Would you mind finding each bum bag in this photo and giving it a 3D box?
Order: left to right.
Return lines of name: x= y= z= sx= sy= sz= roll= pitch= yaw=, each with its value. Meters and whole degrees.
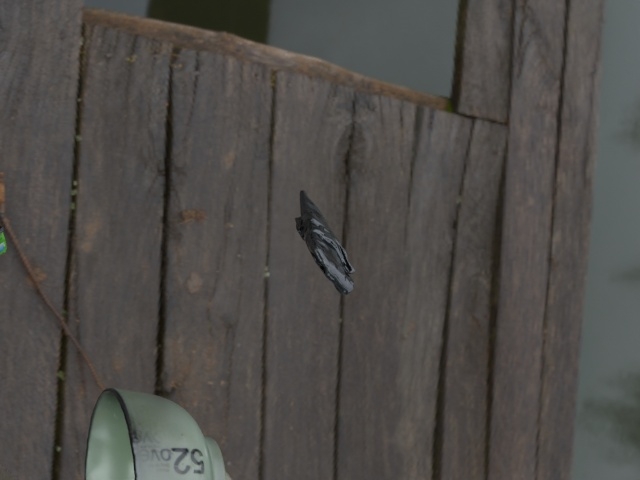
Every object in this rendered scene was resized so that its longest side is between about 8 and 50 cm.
bum bag: x=0.000 y=0.000 z=1.456 sx=0.060 sy=0.248 sz=0.123 roll=-34 pitch=120 yaw=4

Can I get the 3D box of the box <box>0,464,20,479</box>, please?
box: x=-0.564 y=0.359 z=1.012 sx=0.190 sy=0.297 sz=0.225 roll=-60 pitch=160 yaw=-2

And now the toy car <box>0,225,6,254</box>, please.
toy car: x=-0.576 y=0.029 z=1.227 sx=0.165 sy=0.071 sz=0.062 roll=-54 pitch=143 yaw=-48

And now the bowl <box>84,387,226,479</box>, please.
bowl: x=-0.279 y=0.430 z=1.332 sx=0.185 sy=0.354 sz=0.353 roll=4 pitch=90 yaw=-28

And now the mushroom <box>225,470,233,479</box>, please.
mushroom: x=-0.263 y=0.559 z=1.580 sx=0.215 sy=0.207 sz=0.207 roll=-26 pitch=110 yaw=-16
